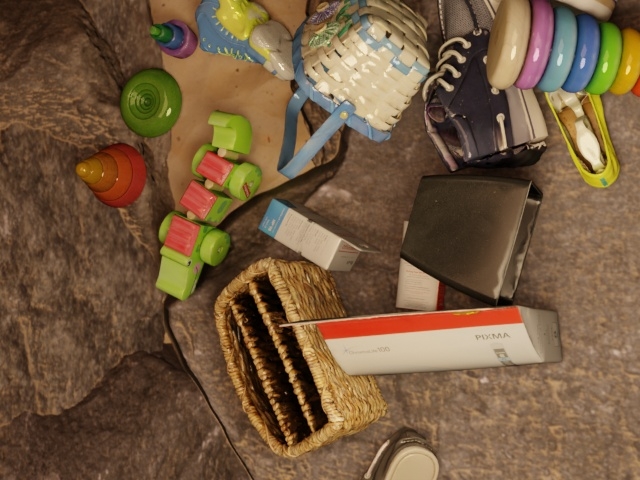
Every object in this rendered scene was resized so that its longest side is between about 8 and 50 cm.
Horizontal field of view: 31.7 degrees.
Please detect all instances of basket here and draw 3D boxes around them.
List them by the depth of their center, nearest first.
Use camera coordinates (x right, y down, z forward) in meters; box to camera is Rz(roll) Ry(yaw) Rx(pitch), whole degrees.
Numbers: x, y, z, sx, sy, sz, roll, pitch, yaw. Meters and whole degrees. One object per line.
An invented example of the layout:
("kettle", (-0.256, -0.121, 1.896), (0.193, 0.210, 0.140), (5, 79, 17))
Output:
("basket", (0.033, -0.253, 1.776), (0.201, 0.255, 0.289), (30, 120, -19))
("basket", (-0.065, 0.196, 1.815), (0.213, 0.223, 0.299), (-27, 78, 20))

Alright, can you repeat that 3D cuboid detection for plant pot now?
("plant pot", (0.224, -0.009, 1.701), (0.166, 0.187, 0.188), (15, 90, 17))

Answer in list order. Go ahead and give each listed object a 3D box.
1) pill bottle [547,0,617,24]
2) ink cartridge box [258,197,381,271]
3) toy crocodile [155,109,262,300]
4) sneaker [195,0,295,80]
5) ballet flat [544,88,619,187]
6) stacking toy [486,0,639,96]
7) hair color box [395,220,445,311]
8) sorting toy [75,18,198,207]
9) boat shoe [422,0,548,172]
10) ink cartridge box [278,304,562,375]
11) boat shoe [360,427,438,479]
("pill bottle", (0.405, -0.470, 1.677), (0.153, 0.153, 0.265), (23, 96, 23))
("ink cartridge box", (0.000, 0.000, 1.859), (0.180, 0.104, 0.060), (31, 100, 22))
("toy crocodile", (-0.202, -0.060, 1.950), (0.115, 0.105, 0.341), (29, 100, 22))
("sneaker", (-0.134, -0.346, 1.956), (0.126, 0.091, 0.240), (-46, 71, 34))
("ballet flat", (0.392, -0.190, 1.710), (0.077, 0.077, 0.231), (-24, 78, 22))
("stacking toy", (0.415, -0.266, 1.631), (0.330, 0.141, 0.141), (8, 91, -4))
("hair color box", (0.166, 0.042, 1.817), (0.072, 0.043, 0.141), (6, 91, 23))
("sorting toy", (-0.342, -0.231, 2.008), (0.127, 0.126, 0.366), (31, 101, 22))
("boat shoe", (0.219, -0.264, 1.728), (0.127, 0.158, 0.341), (-41, 67, 60))
("ink cartridge box", (0.158, 0.150, 1.629), (0.308, 0.385, 0.091), (-6, 84, 23))
("boat shoe", (0.092, 0.456, 1.818), (0.112, 0.095, 0.335), (23, 103, -13))
